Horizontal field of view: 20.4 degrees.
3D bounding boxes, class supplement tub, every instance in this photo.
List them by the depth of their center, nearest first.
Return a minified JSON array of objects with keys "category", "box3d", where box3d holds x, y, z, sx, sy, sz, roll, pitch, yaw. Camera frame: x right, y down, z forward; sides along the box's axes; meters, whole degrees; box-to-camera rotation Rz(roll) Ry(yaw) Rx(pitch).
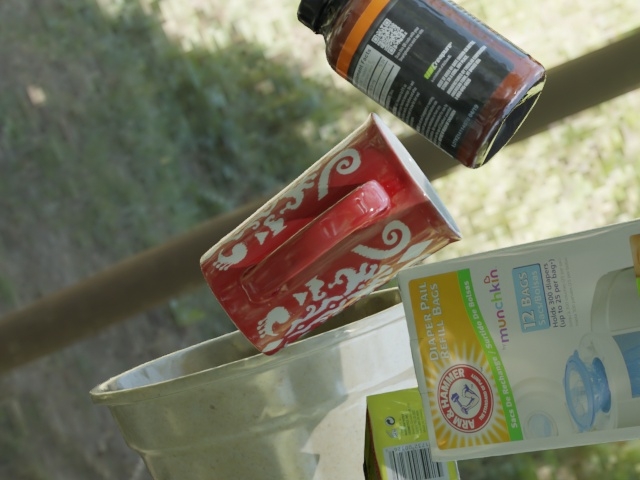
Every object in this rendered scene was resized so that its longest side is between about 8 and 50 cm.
[{"category":"supplement tub","box3d":[0.078,-0.153,1.445,0.198,0.106,0.106,37,7,11]}]

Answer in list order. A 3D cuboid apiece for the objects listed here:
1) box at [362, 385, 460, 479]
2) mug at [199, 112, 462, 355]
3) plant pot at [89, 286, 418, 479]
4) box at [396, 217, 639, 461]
[{"category":"box","box3d":[0.067,0.178,1.332,0.232,0.058,0.087,90,-10,-72]},{"category":"mug","box3d":[-0.003,-0.006,1.295,0.113,0.169,0.150,60,10,31]},{"category":"plant pot","box3d":[-0.008,0.233,1.653,0.334,0.333,0.305,-27,100,-78]},{"category":"box","box3d":[0.156,0.049,0.958,0.103,0.203,0.114,-6,85,-50]}]
